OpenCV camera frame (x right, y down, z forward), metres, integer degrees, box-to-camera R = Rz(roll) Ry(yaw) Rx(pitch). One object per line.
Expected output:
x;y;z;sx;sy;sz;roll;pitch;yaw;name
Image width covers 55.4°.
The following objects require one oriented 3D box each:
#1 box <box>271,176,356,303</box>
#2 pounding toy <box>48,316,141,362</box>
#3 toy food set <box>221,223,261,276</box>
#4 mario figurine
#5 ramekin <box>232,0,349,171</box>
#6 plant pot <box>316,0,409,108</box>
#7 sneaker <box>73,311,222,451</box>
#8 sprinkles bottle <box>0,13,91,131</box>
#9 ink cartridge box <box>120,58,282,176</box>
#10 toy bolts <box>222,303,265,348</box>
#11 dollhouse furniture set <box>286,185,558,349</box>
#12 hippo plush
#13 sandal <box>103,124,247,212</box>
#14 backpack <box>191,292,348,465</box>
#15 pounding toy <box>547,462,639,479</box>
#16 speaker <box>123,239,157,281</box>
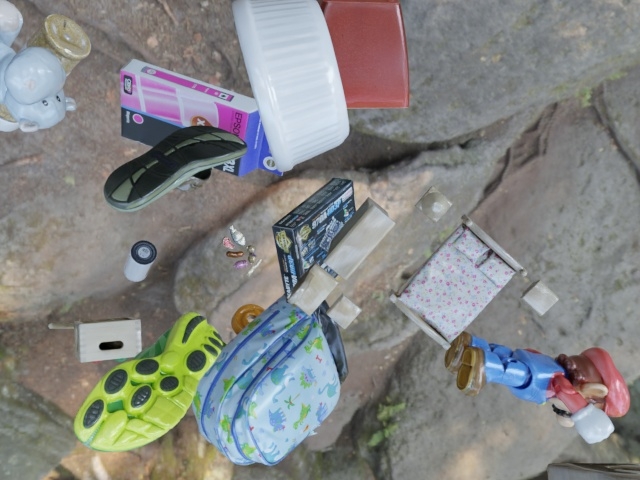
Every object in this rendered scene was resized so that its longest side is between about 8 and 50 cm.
0.000;0.000;1.197;0.051;0.220;0.175;12;126;31;box
-0.517;0.227;1.384;0.181;0.094;0.206;-2;177;-27;pounding toy
-0.194;0.028;1.478;0.122;0.078;0.019;48;154;-23;toy food set
0.381;0.269;1.068;0.321;0.198;0.170;13;138;-6;mario figurine
-0.041;-0.252;0.960;0.127;0.272;0.272;-14;144;1;ramekin
0.070;-0.482;1.475;0.267;0.267;0.235;-3;125;-11;plant pot
-0.232;0.207;0.845;0.123;0.109;0.295;-46;179;22;sneaker
-0.720;-0.410;1.521;0.355;0.121;0.121;-29;143;31;sprinkles bottle
-0.250;-0.251;1.322;0.371;0.069;0.175;17;134;0;ink cartridge box
-0.171;0.306;1.572;0.229;0.218;0.158;25;138;7;toy bolts
0.169;0.101;0.996;0.356;0.174;0.303;41;100;-3;dollhouse furniture set
-0.645;-0.312;1.223;0.234;0.237;0.294;-44;168;-46;hippo plush
-0.279;-0.136;1.183;0.303;0.120;0.086;-33;149;-28;sandal
-0.103;0.308;1.313;0.356;0.273;0.290;-27;124;-22;backpack
0.310;0.174;0.462;0.270;0.154;0.154;0;167;-2;pounding toy
-0.389;0.046;1.312;0.055;0.055;0.136;1;160;-24;speaker
